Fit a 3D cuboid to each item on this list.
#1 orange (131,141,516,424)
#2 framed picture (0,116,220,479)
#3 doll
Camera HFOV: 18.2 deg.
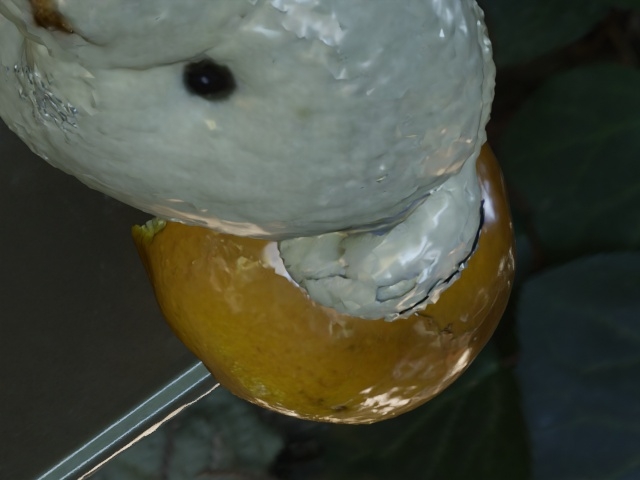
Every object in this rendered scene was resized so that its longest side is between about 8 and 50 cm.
[{"bbox_3d":[0.000,0.000,0.788,0.156,0.134,0.156,30,44,-34],"label":"orange"},{"bbox_3d":[-0.200,0.026,0.844,0.028,0.326,0.446,56,3,32],"label":"framed picture"},{"bbox_3d":[0.004,-0.126,0.491,0.175,0.278,0.149,34,15,26],"label":"doll"}]
